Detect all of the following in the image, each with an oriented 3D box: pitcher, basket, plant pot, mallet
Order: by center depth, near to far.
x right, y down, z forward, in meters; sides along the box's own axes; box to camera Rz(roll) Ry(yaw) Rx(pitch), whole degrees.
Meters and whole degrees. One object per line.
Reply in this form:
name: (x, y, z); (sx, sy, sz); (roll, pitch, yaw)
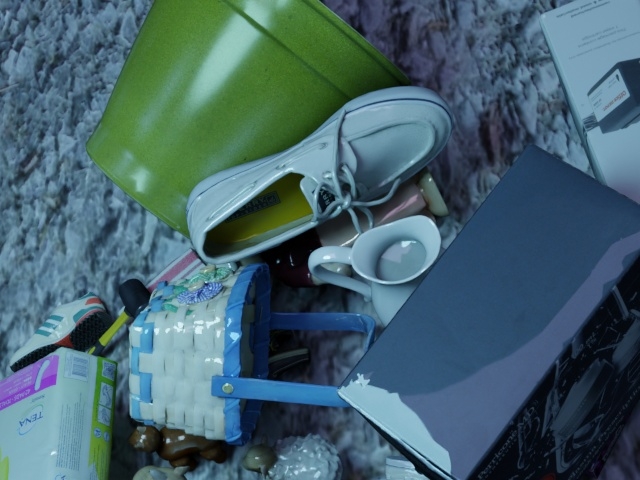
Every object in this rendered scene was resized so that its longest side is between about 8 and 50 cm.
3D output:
basket: (-0.079, 0.137, 1.643); (0.289, 0.255, 0.201); (6, 105, 2)
pitcher: (0.093, 0.054, 1.697); (0.177, 0.207, 0.125); (-2, 63, 21)
plant pot: (-0.126, -0.191, 1.857); (0.366, 0.366, 0.353); (42, 96, 32)
mallet: (-0.296, 0.143, 1.888); (0.190, 0.039, 0.062); (-55, 49, 6)

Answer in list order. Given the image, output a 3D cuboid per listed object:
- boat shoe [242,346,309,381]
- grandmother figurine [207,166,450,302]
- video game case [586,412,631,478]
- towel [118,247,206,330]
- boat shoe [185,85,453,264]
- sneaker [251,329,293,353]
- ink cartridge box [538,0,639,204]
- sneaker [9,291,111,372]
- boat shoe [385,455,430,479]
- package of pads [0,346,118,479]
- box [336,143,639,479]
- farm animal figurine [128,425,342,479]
boat shoe: (-0.082, 0.184, 1.796); (0.152, 0.056, 0.049); (-21, 84, 1)
grandmother figurine: (0.000, 0.000, 1.813); (0.342, 0.104, 0.208); (-26, 25, 6)
video game case: (0.284, 0.150, 1.669); (0.232, 0.042, 0.210); (23, 75, 29)
towel: (-0.183, 0.117, 1.883); (0.144, 0.029, 0.197); (-40, 54, -2)
boat shoe: (0.003, -0.067, 1.680); (0.367, 0.136, 0.156); (-22, 31, 4)
sneaker: (-0.073, 0.137, 1.811); (0.083, 0.031, 0.035); (-35, 30, -12)
ink cartridge box: (0.390, -0.124, 1.662); (0.129, 0.223, 0.307); (-20, 59, 10)
sneaker: (-0.375, 0.133, 1.939); (0.161, 0.057, 0.075); (-34, 40, 4)
boat shoe: (0.127, 0.290, 1.669); (0.100, 0.035, 0.035); (5, 94, 20)
package of pads: (-0.389, 0.292, 1.763); (0.296, 0.101, 0.229); (-28, 50, 39)
box: (0.229, 0.128, 1.493); (0.179, 0.312, 0.343); (34, 83, 31)
farm animal figurine: (-0.165, 0.364, 1.659); (0.326, 0.172, 0.330); (9, 68, 25)
